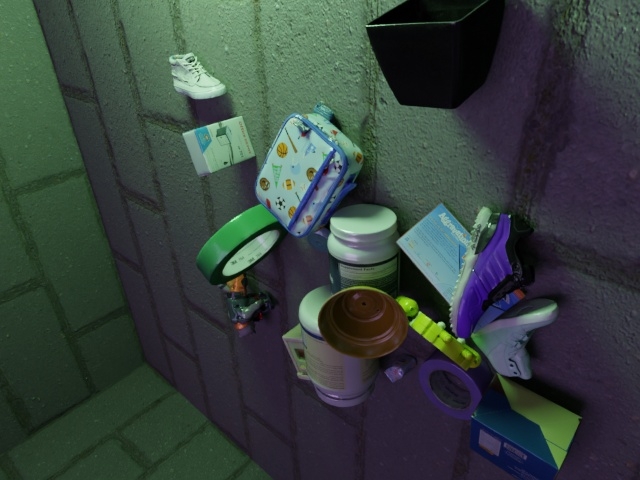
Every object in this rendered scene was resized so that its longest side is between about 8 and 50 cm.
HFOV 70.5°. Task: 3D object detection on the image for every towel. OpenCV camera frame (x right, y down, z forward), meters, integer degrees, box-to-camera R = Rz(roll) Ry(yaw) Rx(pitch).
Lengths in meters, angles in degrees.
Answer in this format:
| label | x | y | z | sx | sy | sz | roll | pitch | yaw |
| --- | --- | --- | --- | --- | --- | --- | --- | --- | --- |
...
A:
| label | x | y | z | sx | sy | sz | roll | pitch | yaw |
| --- | --- | --- | --- | --- | --- | --- | --- | --- | --- |
| towel | 0.003 | -0.304 | 1.225 | 0.067 | 0.029 | 0.120 | 39 | 136 | 23 |

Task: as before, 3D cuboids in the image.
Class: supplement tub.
| label | x | y | z | sx | sy | sz | roll | pitch | yaw |
| --- | --- | --- | --- | --- | --- | --- | --- | --- | --- |
| supplement tub | 0.064 | 0.322 | 1.398 | 0.235 | 0.235 | 0.325 | 19 | 127 | 38 |
| supplement tub | 0.117 | 0.060 | 1.208 | 0.191 | 0.191 | 0.272 | 21 | 128 | 37 |

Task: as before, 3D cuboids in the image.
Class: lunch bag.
| label | x | y | z | sx | sy | sz | roll | pitch | yaw |
| --- | --- | --- | --- | --- | --- | --- | --- | --- | --- |
| lunch bag | 0.245 | 0.384 | 1.375 | 0.053 | 0.071 | 0.083 | 54 | 143 | 12 |
| lunch bag | -0.032 | -0.170 | 1.192 | 0.243 | 0.115 | 0.303 | 47 | 126 | 20 |

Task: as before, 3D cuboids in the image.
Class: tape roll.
| label | x | y | z | sx | sy | sz | roll | pitch | yaw |
| --- | --- | --- | --- | --- | --- | --- | --- | --- | --- |
| tape roll | 0.370 | 0.385 | 1.237 | 0.189 | 0.080 | 0.189 | 26 | 131 | 33 |
| tape roll | -0.242 | 0.014 | 1.454 | 0.077 | 0.321 | 0.321 | 50 | 140 | 12 |

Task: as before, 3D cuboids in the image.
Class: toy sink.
| label | x | y | z | sx | sy | sz | roll | pitch | yaw |
| --- | --- | --- | --- | --- | --- | --- | --- | --- | --- |
| toy sink | -0.012 | 0.420 | 1.621 | 0.152 | 0.131 | 0.234 | -8 | 109 | 49 |

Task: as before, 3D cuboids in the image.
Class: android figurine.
| label | x | y | z | sx | sy | sz | roll | pitch | yaw |
| --- | --- | --- | --- | --- | --- | --- | --- | --- | --- |
| android figurine | 0.286 | 0.229 | 1.118 | 0.248 | 0.056 | 0.273 | 39 | 178 | -5 |

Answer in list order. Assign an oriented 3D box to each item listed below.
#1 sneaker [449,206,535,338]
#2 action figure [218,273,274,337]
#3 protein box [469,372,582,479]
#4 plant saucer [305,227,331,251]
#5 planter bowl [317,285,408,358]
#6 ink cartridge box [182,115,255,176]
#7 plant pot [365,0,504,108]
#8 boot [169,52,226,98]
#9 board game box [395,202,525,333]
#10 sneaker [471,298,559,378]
| label | x | y | z | sx | sy | sz | roll | pitch | yaw |
| --- | --- | --- | --- | --- | --- | --- | --- | --- | --- |
| sneaker | 0.374 | 0.086 | 0.967 | 0.146 | 0.102 | 0.294 | 17 | 100 | 24 |
| action figure | -0.356 | 0.238 | 1.842 | 0.341 | 0.178 | 0.330 | -26 | 85 | 49 |
| protein box | 0.481 | 0.465 | 1.086 | 0.199 | 0.136 | 0.201 | 25 | 148 | 34 |
| plant saucer | 0.000 | 0.000 | 1.391 | 0.119 | 0.021 | 0.119 | 21 | 147 | 14 |
| planter bowl | 0.105 | 0.179 | 1.114 | 0.217 | 0.090 | 0.217 | 4 | 121 | 6 |
| ink cartridge box | -0.317 | -0.301 | 1.436 | 0.082 | 0.190 | 0.140 | -1 | 114 | 45 |
| plant pot | 0.222 | -0.353 | 0.853 | 0.187 | 0.188 | 0.167 | 18 | 138 | 38 |
| boot | -0.405 | -0.533 | 1.453 | 0.258 | 0.095 | 0.124 | 22 | 135 | 38 |
| board game box | 0.322 | 0.063 | 1.063 | 0.145 | 0.027 | 0.281 | -42 | 79 | 15 |
| sneaker | 0.465 | 0.228 | 1.023 | 0.151 | 0.094 | 0.256 | 58 | 151 | 10 |
